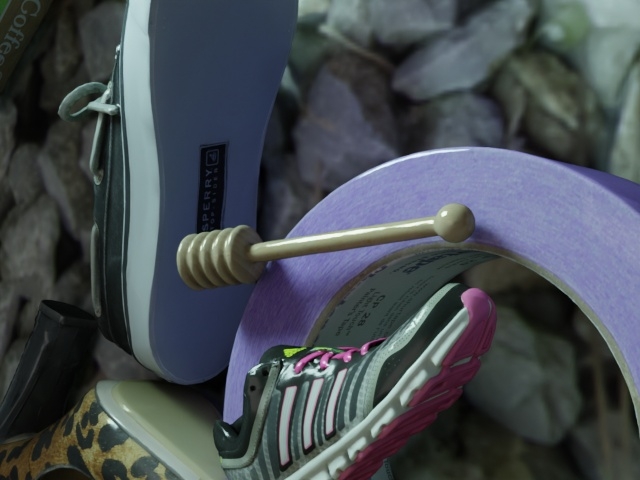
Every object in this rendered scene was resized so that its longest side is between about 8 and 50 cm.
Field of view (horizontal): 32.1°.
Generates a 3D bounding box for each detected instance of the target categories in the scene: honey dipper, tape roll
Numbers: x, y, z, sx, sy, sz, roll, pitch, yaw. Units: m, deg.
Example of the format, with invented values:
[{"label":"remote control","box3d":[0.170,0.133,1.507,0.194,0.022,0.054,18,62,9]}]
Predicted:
[{"label":"honey dipper","box3d":[0.000,0.000,0.534,0.160,0.030,0.031,-10,82,33]},{"label":"tape roll","box3d":[0.083,0.096,0.541,0.274,0.090,0.275,-2,87,35]}]

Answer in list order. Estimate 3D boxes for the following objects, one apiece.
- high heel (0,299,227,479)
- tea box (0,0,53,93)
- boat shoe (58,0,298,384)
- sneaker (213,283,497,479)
[{"label":"high heel","box3d":[-0.143,0.168,0.693,0.261,0.093,0.186,30,100,49]},{"label":"tea box","box3d":[-0.400,-0.174,0.761,0.220,0.323,0.329,48,115,28]},{"label":"boat shoe","box3d":[-0.089,-0.073,0.664,0.105,0.113,0.306,20,115,41]},{"label":"sneaker","box3d":[0.006,0.068,0.504,0.075,0.063,0.170,52,121,19]}]
